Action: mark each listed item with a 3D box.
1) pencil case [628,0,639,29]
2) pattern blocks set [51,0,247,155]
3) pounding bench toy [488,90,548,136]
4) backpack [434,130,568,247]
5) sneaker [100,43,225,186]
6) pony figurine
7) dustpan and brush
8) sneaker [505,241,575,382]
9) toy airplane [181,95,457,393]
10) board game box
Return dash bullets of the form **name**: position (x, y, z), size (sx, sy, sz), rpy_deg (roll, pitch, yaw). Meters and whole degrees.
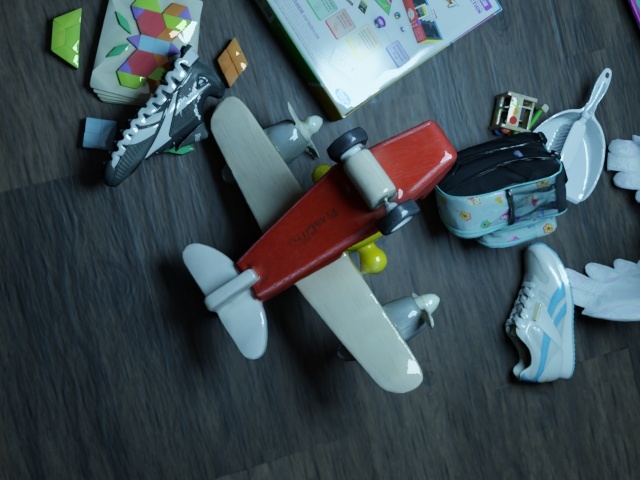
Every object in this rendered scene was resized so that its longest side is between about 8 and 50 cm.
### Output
- **pencil case**: position (0.554, -0.386, 1.531), size (0.104, 0.104, 0.236), rpy_deg (-32, 99, -11)
- **pattern blocks set**: position (-0.251, -0.288, 1.381), size (0.286, 0.026, 0.324), rpy_deg (-3, 92, -13)
- **pounding bench toy**: position (0.323, -0.196, 1.506), size (0.083, 0.052, 0.065), rpy_deg (12, 88, -13)
- **backpack**: position (0.269, -0.075, 1.439), size (0.189, 0.166, 0.144), rpy_deg (-10, 124, -2)
- **sneaker**: position (-0.219, -0.160, 1.342), size (0.106, 0.078, 0.234), rpy_deg (36, 85, -12)
- **pony figurine**: position (0.599, 0.007, 1.459), size (0.364, 0.351, 0.302), rpy_deg (12, 92, -32)
- **dustpan and brush**: position (0.418, -0.182, 1.524), size (0.147, 0.060, 0.211), rpy_deg (25, 86, -13)
- **sneaker**: position (0.349, 0.117, 1.502), size (0.092, 0.087, 0.228), rpy_deg (-6, 90, -11)
- **toy airplane**: position (0.000, 0.000, 1.352), size (0.385, 0.272, 0.386), rpy_deg (10, 100, 23)
- **board game box**: position (0.088, -0.369, 1.440), size (0.317, 0.064, 0.242), rpy_deg (-35, 98, -11)
